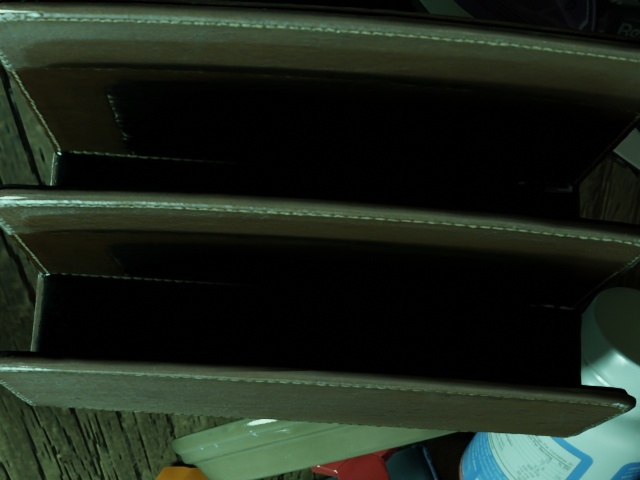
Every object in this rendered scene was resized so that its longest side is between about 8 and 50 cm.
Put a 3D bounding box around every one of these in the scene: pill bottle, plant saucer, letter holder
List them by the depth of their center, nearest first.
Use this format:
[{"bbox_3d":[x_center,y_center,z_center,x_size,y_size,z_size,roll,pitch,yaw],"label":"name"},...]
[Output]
[{"bbox_3d":[0.000,0.000,0.515,0.302,0.152,0.214,4,165,-2],"label":"letter holder"},{"bbox_3d":[0.038,0.121,0.740,0.278,0.041,0.278,-12,170,-2],"label":"plant saucer"},{"bbox_3d":[0.204,0.145,0.861,0.124,0.124,0.221,6,132,-24],"label":"pill bottle"}]

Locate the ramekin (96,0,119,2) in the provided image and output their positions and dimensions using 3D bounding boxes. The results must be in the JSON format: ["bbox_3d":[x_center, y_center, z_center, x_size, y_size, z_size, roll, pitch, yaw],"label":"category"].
[{"bbox_3d":[-0.068,-0.207,0.420,0.207,0.109,0.207,-10,136,-9],"label":"ramekin"}]

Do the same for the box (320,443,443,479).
[{"bbox_3d":[-0.024,0.492,1.016,0.480,0.297,0.472,-22,139,5],"label":"box"}]

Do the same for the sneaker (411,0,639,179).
[{"bbox_3d":[0.191,-0.110,0.613,0.283,0.107,0.124,24,117,-36],"label":"sneaker"}]

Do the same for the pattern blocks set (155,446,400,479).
[{"bbox_3d":[-0.049,0.291,0.817,0.325,0.285,0.026,-21,150,-5],"label":"pattern blocks set"}]
